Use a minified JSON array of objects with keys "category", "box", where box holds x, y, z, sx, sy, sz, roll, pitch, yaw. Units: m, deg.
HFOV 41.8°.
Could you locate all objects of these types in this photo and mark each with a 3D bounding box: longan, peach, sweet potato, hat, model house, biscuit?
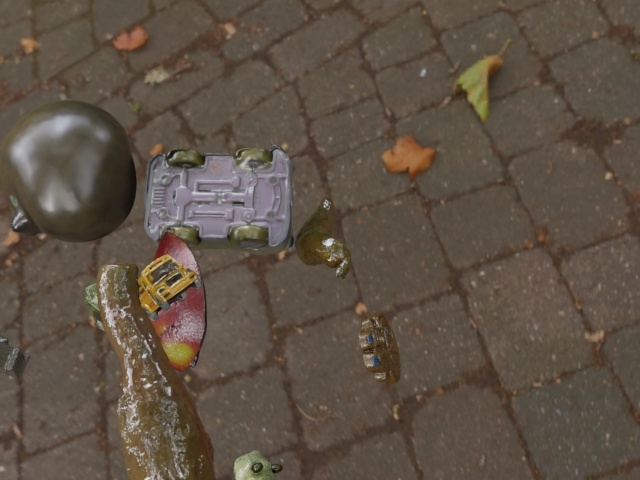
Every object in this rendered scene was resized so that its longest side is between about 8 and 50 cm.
[{"category":"longan","box":[-0.506,-0.130,1.677,0.301,0.243,0.300,-6,71,18]},{"category":"peach","box":[-0.287,0.106,1.568,0.189,0.068,0.279,-28,68,41]},{"category":"sweet potato","box":[-0.207,0.204,1.035,0.109,0.109,0.385,-20,82,3]},{"category":"hat","box":[-0.108,0.405,1.462,0.059,0.077,0.076,-44,35,19]},{"category":"sweet potato","box":[-0.003,0.002,1.977,0.124,0.098,0.310,-26,28,7]},{"category":"model house","box":[-0.763,0.257,1.871,0.229,0.188,0.122,9,74,40]},{"category":"biscuit","box":[0.104,0.180,1.391,0.026,0.175,0.124,-18,82,17]}]

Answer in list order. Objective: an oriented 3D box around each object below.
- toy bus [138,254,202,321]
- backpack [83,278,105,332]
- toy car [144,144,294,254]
[{"category":"toy bus","box":[-0.243,0.071,1.297,0.070,0.162,0.074,-37,92,-25]},{"category":"backpack","box":[-0.462,0.195,2.057,0.207,0.253,0.140,33,62,27]},{"category":"toy car","box":[-0.226,-0.080,1.958,0.336,0.226,0.242,-1,76,3]}]
